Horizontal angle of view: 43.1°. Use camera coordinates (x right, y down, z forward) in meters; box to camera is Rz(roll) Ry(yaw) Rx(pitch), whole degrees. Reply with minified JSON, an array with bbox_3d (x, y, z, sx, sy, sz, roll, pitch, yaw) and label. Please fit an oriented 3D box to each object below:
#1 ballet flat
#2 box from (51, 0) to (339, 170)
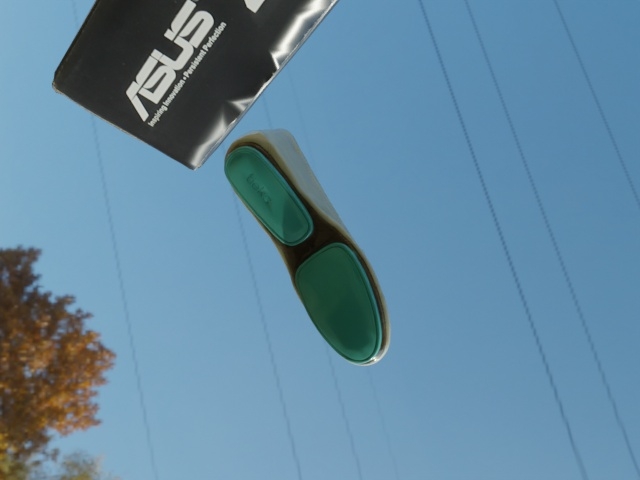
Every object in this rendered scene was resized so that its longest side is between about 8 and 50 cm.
[{"bbox_3d":[0.000,0.000,0.779,0.086,0.086,0.248,-27,-85,37],"label":"ballet flat"},{"bbox_3d":[0.029,-0.266,0.393,0.395,0.097,0.318,-43,-154,37],"label":"box"}]
